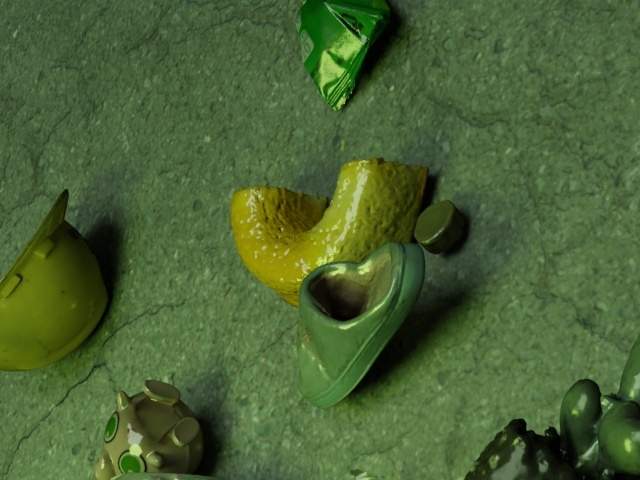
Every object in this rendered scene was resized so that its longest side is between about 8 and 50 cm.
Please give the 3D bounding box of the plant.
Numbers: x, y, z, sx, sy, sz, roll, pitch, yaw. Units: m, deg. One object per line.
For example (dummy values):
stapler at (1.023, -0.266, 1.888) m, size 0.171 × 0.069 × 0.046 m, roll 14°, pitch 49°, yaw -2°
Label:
plant at (0.240, 0.185, 1.479) m, size 0.274 × 0.149 × 0.146 m, roll -41°, pitch 87°, yaw 7°

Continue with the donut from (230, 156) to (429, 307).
donut at (0.004, 0.003, 1.893) m, size 0.259 × 0.101 × 0.152 m, roll -14°, pitch 66°, yaw 39°

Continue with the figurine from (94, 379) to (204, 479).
figurine at (-0.195, 0.233, 1.961) m, size 0.138 × 0.125 × 0.125 m, roll -51°, pitch 40°, yaw 33°

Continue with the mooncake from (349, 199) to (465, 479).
mooncake at (0.087, 0.126, 1.757) m, size 0.150 × 0.057 × 0.347 m, roll 23°, pitch 91°, yaw 63°

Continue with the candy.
candy at (0.023, -0.272, 2.025) m, size 0.141 × 0.078 × 0.203 m, roll -41°, pitch 40°, yaw 26°

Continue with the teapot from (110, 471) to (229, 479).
teapot at (-0.132, 0.344, 1.842) m, size 0.163 × 0.221 × 0.178 m, roll 114°, pitch 160°, yaw -78°

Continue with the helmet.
helmet at (-0.350, 0.077, 2.204) m, size 0.257 × 0.140 × 0.205 m, roll -53°, pitch 7°, yaw -5°

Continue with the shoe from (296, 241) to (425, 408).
shoe at (0.020, 0.079, 1.770) m, size 0.251 × 0.100 × 0.103 m, roll -53°, pitch 18°, yaw 44°
